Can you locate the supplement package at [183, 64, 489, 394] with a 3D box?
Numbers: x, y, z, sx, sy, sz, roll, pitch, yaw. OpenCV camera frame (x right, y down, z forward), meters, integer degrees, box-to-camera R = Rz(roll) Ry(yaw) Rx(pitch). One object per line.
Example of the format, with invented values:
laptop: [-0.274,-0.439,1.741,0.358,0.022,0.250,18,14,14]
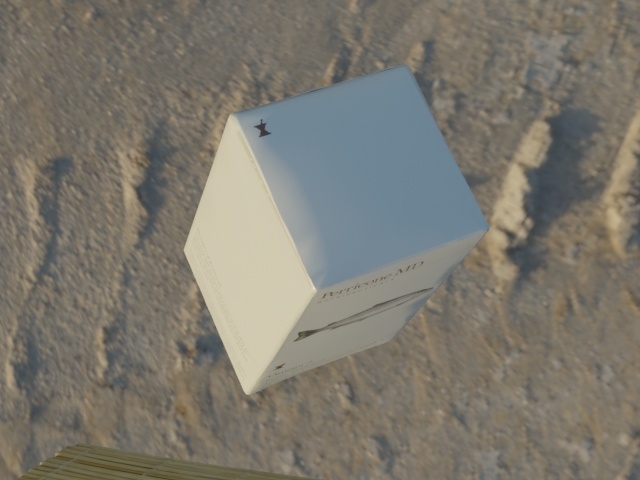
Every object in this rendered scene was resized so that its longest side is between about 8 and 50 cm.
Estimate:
supplement package: [0.000,0.000,0.684,0.105,0.179,0.105,-18,72,-21]

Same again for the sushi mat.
sushi mat: [-0.080,0.183,0.799,0.151,0.316,0.019,-33,120,-57]
